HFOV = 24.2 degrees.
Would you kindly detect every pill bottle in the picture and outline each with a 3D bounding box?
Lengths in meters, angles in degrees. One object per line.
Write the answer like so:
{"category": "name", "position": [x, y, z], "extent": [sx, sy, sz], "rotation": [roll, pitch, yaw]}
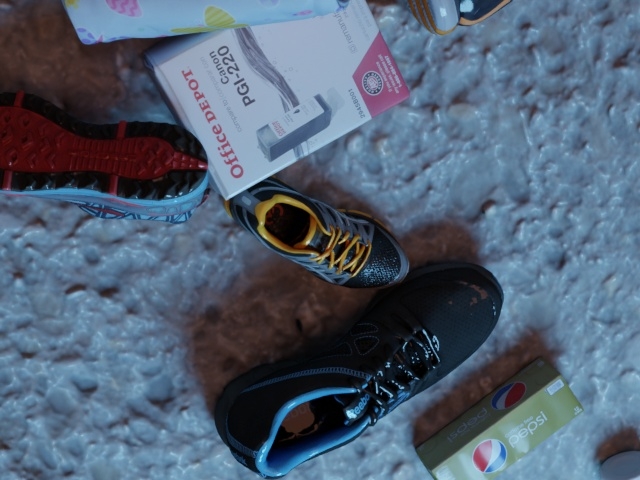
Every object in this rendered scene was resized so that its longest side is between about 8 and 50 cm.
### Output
{"category": "pill bottle", "position": [0.371, 0.309, 1.736], "extent": [0.065, 0.065, 0.116], "rotation": [-25, 111, -7]}

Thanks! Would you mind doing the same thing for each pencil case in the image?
{"category": "pencil case", "position": [-0.105, -0.255, 1.372], "extent": [0.273, 0.113, 0.124], "rotation": [-7, 88, 13]}

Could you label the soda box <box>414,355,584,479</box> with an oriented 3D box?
{"category": "soda box", "position": [0.199, 0.212, 1.664], "extent": [0.181, 0.061, 0.058], "rotation": [-36, 112, -3]}

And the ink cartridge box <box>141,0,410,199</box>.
{"category": "ink cartridge box", "position": [-0.045, -0.164, 1.475], "extent": [0.218, 0.092, 0.158], "rotation": [-29, 111, -3]}

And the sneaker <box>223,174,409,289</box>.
{"category": "sneaker", "position": [0.000, 0.000, 1.539], "extent": [0.215, 0.083, 0.084], "rotation": [23, 97, -21]}

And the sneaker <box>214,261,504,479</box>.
{"category": "sneaker", "position": [0.057, 0.146, 1.566], "extent": [0.341, 0.139, 0.125], "rotation": [-32, 109, -5]}

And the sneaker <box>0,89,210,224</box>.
{"category": "sneaker", "position": [-0.237, -0.061, 1.445], "extent": [0.262, 0.125, 0.104], "rotation": [13, 66, 5]}

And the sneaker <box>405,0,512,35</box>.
{"category": "sneaker", "position": [0.135, -0.376, 1.459], "extent": [0.180, 0.124, 0.321], "rotation": [-27, 121, -10]}
